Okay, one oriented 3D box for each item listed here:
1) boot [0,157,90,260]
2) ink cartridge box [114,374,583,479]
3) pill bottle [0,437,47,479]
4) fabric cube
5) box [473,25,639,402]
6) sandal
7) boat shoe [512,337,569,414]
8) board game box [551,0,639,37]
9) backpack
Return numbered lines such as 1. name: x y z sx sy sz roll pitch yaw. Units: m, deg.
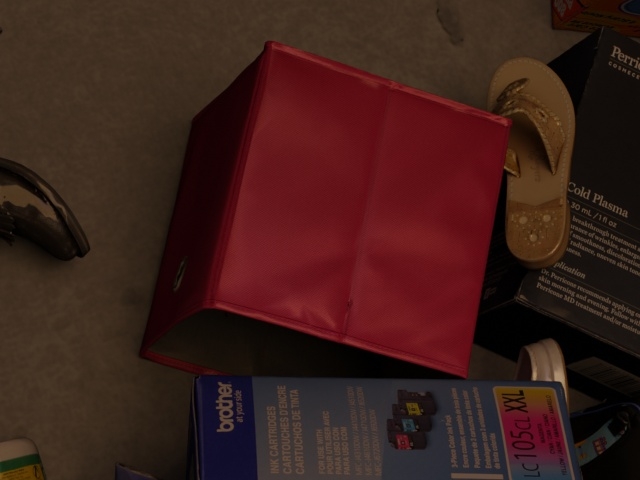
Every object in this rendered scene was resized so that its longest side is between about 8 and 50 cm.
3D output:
1. boot: -0.373 0.008 1.793 0.263 0.091 0.229 35 73 -5
2. ink cartridge box: 0.014 0.262 1.724 0.395 0.270 0.151 1 39 -7
3. pill bottle: -0.283 0.291 1.729 0.117 0.117 0.208 -14 82 -23
4. fabric cube: 0.000 0.000 1.830 0.259 0.254 0.258 16 72 -15
5. box: 0.354 0.006 1.999 0.343 0.179 0.313 25 71 -13
6. sandal: 0.198 -0.095 1.857 0.088 0.079 0.240 -11 60 16
7. boat shoe: 0.178 0.229 1.890 0.096 0.098 0.277 7 98 -7
8. board game box: 0.474 -0.429 2.052 0.356 0.356 0.357 4 76 -19
9. backpack: 0.296 0.238 1.936 0.117 0.173 0.158 -10 83 -43
